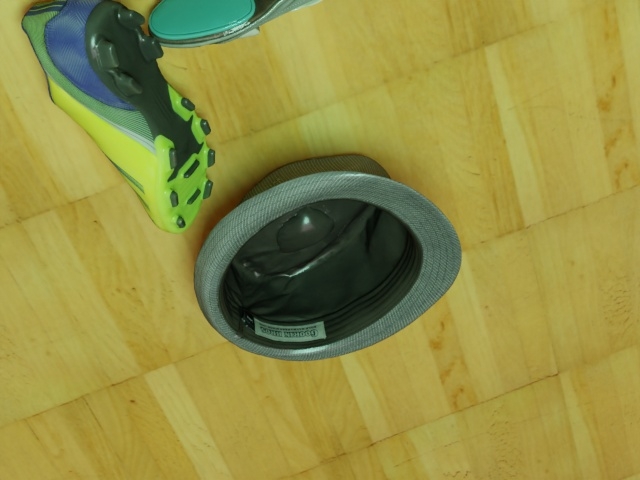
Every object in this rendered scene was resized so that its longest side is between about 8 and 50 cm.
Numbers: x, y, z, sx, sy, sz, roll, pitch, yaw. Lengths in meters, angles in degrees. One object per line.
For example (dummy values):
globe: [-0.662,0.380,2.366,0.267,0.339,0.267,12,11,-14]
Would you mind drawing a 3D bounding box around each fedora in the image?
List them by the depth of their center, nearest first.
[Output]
fedora: [0.000,0.000,1.303,0.243,0.124,0.275,34,120,-31]

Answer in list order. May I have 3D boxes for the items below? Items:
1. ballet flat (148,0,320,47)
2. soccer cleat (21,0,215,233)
ballet flat: [-0.052,-0.220,1.160,0.213,0.072,0.068,-26,152,7]
soccer cleat: [-0.186,-0.118,1.200,0.121,0.093,0.289,11,146,26]
